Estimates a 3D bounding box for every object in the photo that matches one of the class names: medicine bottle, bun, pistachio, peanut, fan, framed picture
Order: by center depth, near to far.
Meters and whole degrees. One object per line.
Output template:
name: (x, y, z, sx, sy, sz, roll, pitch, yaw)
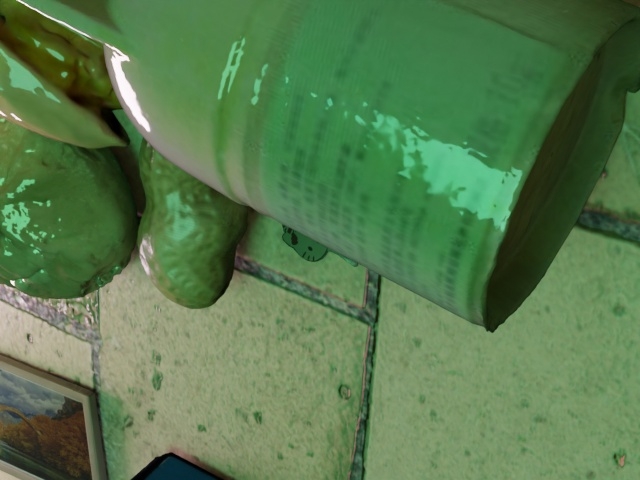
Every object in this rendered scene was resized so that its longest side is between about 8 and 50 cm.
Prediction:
medicine bottle: (-0.003, -0.130, 0.830, 0.406, 0.236, 0.236, 28, 127, 21)
pistachio: (-0.244, -0.169, 1.047, 0.229, 0.157, 0.157, 34, 129, 12)
fan: (0.000, 0.000, 1.050, 0.083, 0.004, 0.056, 32, 128, 18)
peanut: (-0.115, -0.043, 1.058, 0.104, 0.085, 0.228, 14, 120, 18)
bun: (-0.286, -0.034, 1.147, 0.220, 0.134, 0.220, 21, 129, 28)
framed picture: (-0.359, 0.223, 1.416, 0.250, 0.016, 0.184, 16, 123, 28)

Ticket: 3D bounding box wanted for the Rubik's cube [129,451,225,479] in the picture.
Rubik's cube: (-0.145, 0.443, 1.206, 0.288, 0.283, 0.293, 21, 123, 24)
